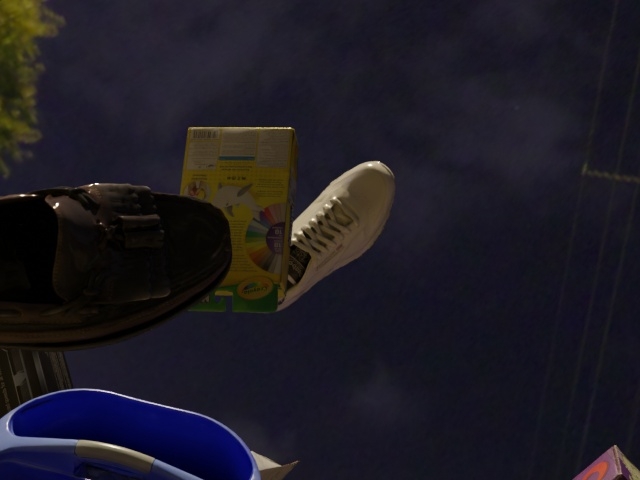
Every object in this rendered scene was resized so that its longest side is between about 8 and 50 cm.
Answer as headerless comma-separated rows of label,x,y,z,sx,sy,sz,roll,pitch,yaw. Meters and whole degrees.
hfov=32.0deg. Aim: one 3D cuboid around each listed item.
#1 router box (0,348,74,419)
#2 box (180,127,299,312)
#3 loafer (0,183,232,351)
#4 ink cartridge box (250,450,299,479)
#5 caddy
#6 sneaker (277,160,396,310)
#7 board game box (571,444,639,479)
router box,-0.511,0.259,1.759,0.243,0.081,0.309,-28,-116,14
box,-0.078,-0.016,1.024,0.105,0.179,0.043,2,-24,8
loafer,-0.198,0.017,0.754,0.095,0.302,0.109,121,-44,-62
ink cartridge box,-0.122,0.352,1.558,0.045,0.179,0.145,45,-76,18
caddy,-0.239,0.302,1.313,0.341,0.241,0.179,12,-50,7
sneaker,0.000,0.000,1.314,0.090,0.095,0.235,43,-88,7
board game box,0.117,0.307,0.663,0.208,0.056,0.347,45,-75,1
